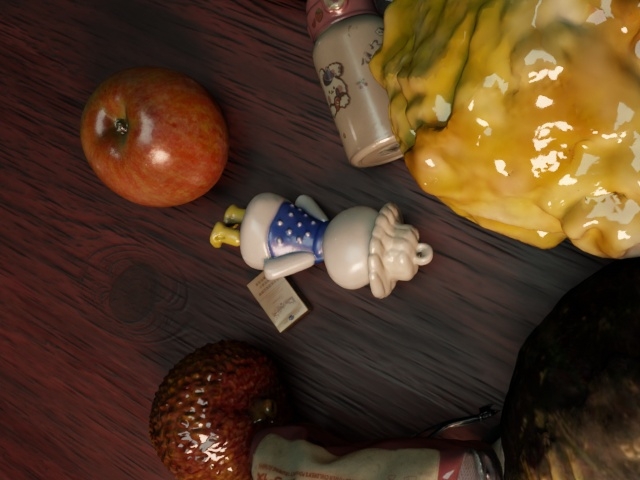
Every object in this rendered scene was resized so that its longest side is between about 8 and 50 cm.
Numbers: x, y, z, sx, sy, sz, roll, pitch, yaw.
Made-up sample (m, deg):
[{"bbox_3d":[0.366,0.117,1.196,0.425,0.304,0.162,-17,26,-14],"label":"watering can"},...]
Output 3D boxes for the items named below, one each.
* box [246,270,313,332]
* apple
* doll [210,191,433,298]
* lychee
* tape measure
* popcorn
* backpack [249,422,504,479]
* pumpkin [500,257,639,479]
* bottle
[{"bbox_3d":[-0.056,0.077,0.872,0.053,0.024,0.083,-40,78,14],"label":"box"},{"bbox_3d":[-0.222,-0.139,0.858,0.188,0.174,0.189,-1,87,21],"label":"apple"},{"bbox_3d":[0.000,0.000,0.813,0.293,0.119,0.138,7,48,23],"label":"doll"},{"bbox_3d":[-0.126,0.222,0.813,0.194,0.194,0.195,-1,88,19],"label":"lychee"},{"bbox_3d":[0.188,0.268,0.776,0.179,0.104,0.107,-20,98,46],"label":"tape measure"},{"bbox_3d":[0.254,-0.160,0.620,0.390,0.353,0.345,15,93,60],"label":"popcorn"},{"bbox_3d":[0.053,0.364,0.672,0.283,0.197,0.318,-6,75,34],"label":"backpack"},{"bbox_3d":[0.389,0.199,0.549,0.454,0.344,0.455,9,109,27],"label":"pumpkin"},{"bbox_3d":[0.051,-0.217,0.802,0.109,0.110,0.234,-21,82,17],"label":"bottle"}]
